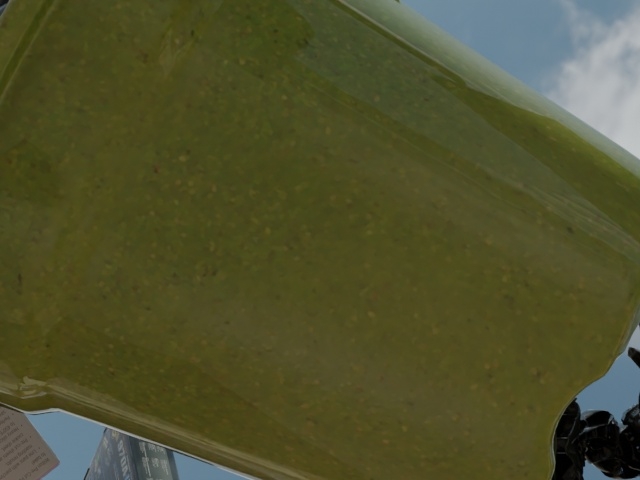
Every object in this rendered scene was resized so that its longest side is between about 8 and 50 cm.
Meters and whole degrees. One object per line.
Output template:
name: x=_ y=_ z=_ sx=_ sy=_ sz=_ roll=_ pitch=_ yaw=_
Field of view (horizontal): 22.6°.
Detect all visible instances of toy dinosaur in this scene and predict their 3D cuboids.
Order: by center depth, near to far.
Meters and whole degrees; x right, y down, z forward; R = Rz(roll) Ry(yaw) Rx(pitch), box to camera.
toy dinosaur: x=0.272 y=0.165 z=1.256 sx=0.164 sy=0.218 sz=0.322 roll=-44 pitch=-123 yaw=28

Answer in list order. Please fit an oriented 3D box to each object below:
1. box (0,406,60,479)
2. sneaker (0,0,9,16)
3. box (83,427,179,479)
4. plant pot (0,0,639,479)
box: x=-0.296 y=0.202 z=0.905 sx=0.067 sy=0.324 sz=0.063 roll=52 pitch=-20 yaw=-4
sneaker: x=-0.300 y=-0.211 z=1.641 sx=0.283 sy=0.124 sz=0.107 roll=-31 pitch=-52 yaw=3
box: x=-0.201 y=0.297 z=1.684 sx=0.051 sy=0.220 sz=0.175 roll=11 pitch=-59 yaw=-24
plant pot: x=0.000 y=0.000 z=0.681 sx=0.254 sy=0.276 sz=0.276 roll=27 pitch=-52 yaw=5
